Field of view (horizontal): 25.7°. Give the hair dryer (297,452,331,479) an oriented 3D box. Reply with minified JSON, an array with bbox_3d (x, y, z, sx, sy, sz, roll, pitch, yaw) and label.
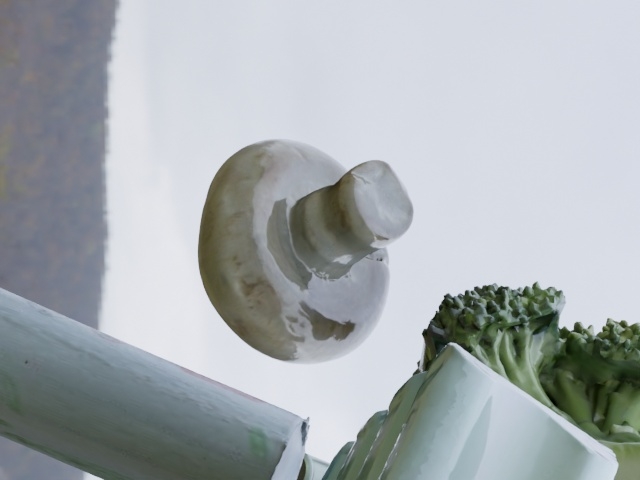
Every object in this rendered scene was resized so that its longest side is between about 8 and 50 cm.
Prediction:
[{"bbox_3d":[0.015,0.221,1.093,0.038,0.063,0.124,-48,-138,17],"label":"hair dryer"}]

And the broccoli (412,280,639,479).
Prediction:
[{"bbox_3d":[0.268,0.170,1.344,0.375,0.249,0.302,47,-26,-1],"label":"broccoli"}]

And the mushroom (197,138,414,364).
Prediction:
[{"bbox_3d":[0.000,0.000,1.443,0.243,0.243,0.243,178,-90,-74],"label":"mushroom"}]

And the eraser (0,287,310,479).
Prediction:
[{"bbox_3d":[-0.125,0.113,0.891,0.174,0.227,0.081,95,18,-68],"label":"eraser"}]

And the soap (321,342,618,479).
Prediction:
[{"bbox_3d":[0.015,0.235,0.697,0.347,0.115,0.208,-59,-178,-35],"label":"soap"}]
